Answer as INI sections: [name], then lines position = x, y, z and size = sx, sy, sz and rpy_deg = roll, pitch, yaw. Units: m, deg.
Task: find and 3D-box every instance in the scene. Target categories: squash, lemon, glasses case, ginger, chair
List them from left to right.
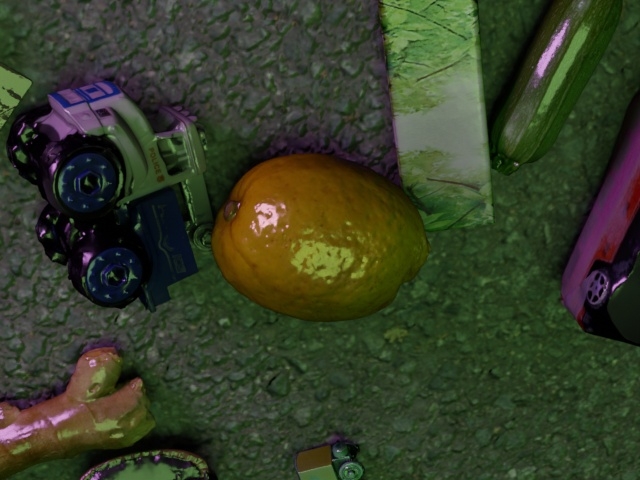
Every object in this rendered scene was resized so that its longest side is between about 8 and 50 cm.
[ginger]
position = -0.319, 0.224, 1.182
size = 0.299, 0.065, 0.118
rpy_deg = -30, 104, 5
[chair]
position = -0.188, 0.318, 1.196
size = 0.159, 0.247, 0.172
rpy_deg = -9, 94, -5
[lemon]
position = 0.000, 0.000, 1.063
size = 0.207, 0.170, 0.170
rpy_deg = 16, 113, -11
[glasses case]
position = 0.113, -0.141, 1.069
size = 0.095, 0.062, 0.272
rpy_deg = -7, 117, 3
[squash]
position = 0.227, -0.161, 1.070
size = 0.068, 0.077, 0.219
rpy_deg = 22, 114, -10

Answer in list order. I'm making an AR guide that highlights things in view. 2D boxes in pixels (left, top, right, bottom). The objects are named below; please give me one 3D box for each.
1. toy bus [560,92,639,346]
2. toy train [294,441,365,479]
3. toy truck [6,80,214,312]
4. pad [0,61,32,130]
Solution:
[toy bus]
position = 0.358, -0.033, 1.113
size = 0.128, 0.147, 0.302
rpy_deg = 13, 112, -15
[toy train]
position = 0.020, 0.289, 1.279
size = 0.081, 0.050, 0.122
rpy_deg = -14, 119, 3
[toy truck]
position = -0.182, -0.048, 1.033
size = 0.177, 0.161, 0.213
rpy_deg = -23, 119, -19
[pad]
position = -0.372, -0.108, 1.041
size = 0.113, 0.006, 0.187
rpy_deg = 32, 106, -21
